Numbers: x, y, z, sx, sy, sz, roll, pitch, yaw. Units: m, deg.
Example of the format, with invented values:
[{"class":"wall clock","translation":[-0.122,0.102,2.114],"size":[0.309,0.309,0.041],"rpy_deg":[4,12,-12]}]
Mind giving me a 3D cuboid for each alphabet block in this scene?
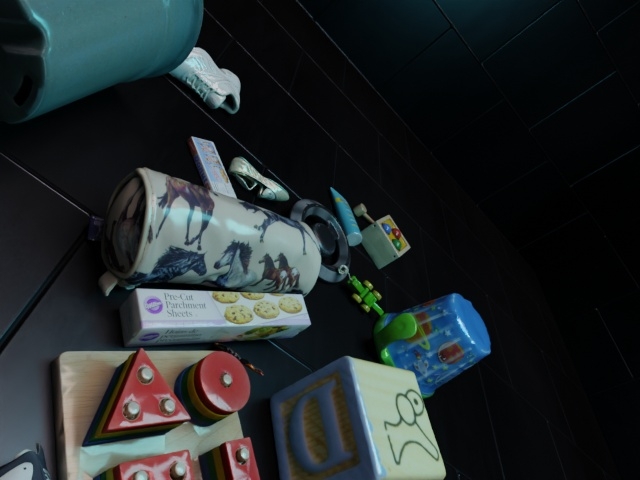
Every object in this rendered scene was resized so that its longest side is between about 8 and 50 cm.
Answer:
[{"class":"alphabet block","translation":[0.058,0.325,0.785],"size":[0.197,0.193,0.193],"rpy_deg":[26,41,-42]}]

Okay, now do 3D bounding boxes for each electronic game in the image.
[{"class":"electronic game","translation":[0.000,0.000,1.197],"size":[0.229,0.048,0.230],"rpy_deg":[33,43,-37]}]

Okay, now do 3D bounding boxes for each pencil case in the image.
[{"class":"pencil case","translation":[-0.167,0.016,0.814],"size":[0.410,0.184,0.160],"rpy_deg":[17,18,-50]}]

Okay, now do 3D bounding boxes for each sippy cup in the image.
[{"class":"sippy cup","translation":[0.291,0.251,1.189],"size":[0.240,0.224,0.305],"rpy_deg":[57,28,3]}]

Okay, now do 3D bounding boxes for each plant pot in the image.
[{"class":"plant pot","translation":[-0.408,-0.357,0.701],"size":[0.341,0.341,0.334],"rpy_deg":[45,38,-17]}]

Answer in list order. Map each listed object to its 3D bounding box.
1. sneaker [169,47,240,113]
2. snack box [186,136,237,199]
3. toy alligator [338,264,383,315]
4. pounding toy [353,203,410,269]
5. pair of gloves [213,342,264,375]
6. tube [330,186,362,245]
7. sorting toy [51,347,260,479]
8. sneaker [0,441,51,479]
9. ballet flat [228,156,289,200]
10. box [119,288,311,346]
[{"class":"sneaker","translation":[-0.276,-0.383,1.151],"size":[0.232,0.090,0.115],"rpy_deg":[13,52,-50]},{"class":"snack box","translation":[-0.233,-0.145,1.025],"size":[0.064,0.022,0.178],"rpy_deg":[2,58,-55]},{"class":"toy alligator","translation":[0.097,0.124,1.207],"size":[0.190,0.056,0.051],"rpy_deg":[48,-13,-23]},{"class":"pounding toy","translation":[0.191,-0.039,1.485],"size":[0.206,0.094,0.181],"rpy_deg":[57,28,4]},{"class":"pair of gloves","translation":[-0.133,0.193,0.773],"size":[0.083,0.074,0.010],"rpy_deg":[43,69,-24]},{"class":"tube","translation":[0.074,-0.072,1.399],"size":[0.080,0.052,0.207],"rpy_deg":[42,23,-41]},{"class":"sorting toy","translation":[-0.183,0.253,0.602],"size":[0.257,0.089,0.256],"rpy_deg":[15,47,-50]},{"class":"sneaker","translation":[-0.251,0.264,0.436],"size":[0.234,0.094,0.153],"rpy_deg":[7,37,-11]},{"class":"ballet flat","translation":[-0.150,-0.131,1.123],"size":[0.168,0.057,0.052],"rpy_deg":[36,61,-25]},{"class":"box","translation":[-0.155,0.125,0.772],"size":[0.323,0.063,0.067],"rpy_deg":[10,50,-44]}]
